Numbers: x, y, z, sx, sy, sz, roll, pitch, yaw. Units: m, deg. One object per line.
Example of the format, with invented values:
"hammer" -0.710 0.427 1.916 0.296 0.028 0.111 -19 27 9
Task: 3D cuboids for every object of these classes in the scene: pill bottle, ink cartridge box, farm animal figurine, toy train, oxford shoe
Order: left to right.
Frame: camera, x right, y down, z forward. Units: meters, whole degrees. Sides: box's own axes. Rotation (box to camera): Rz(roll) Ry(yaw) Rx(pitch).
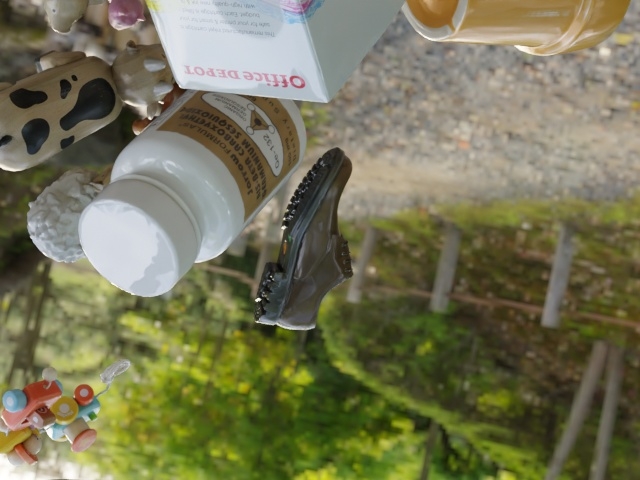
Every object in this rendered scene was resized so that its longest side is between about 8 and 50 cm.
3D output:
"toy train" -0.231 0.158 1.194 0.046 0.125 0.166 53 -156 15
"farm animal figurine" -0.249 -0.187 1.425 0.172 0.327 0.330 10 142 54
"pill bottle" -0.117 -0.055 1.233 0.131 0.131 0.229 10 -142 25
"ink cartridge box" -0.039 -0.199 0.883 0.128 0.127 0.176 10 136 30
"oxford shoe" 0.000 0.000 1.581 0.096 0.227 0.083 16 -163 -14

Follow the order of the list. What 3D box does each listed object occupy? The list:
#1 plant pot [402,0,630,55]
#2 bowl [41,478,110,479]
"plant pot" 0.187 -0.283 1.387 0.188 0.205 0.205 -16 -171 -28
"bowl" -0.224 0.310 1.070 0.298 0.298 0.134 16 -175 -31
